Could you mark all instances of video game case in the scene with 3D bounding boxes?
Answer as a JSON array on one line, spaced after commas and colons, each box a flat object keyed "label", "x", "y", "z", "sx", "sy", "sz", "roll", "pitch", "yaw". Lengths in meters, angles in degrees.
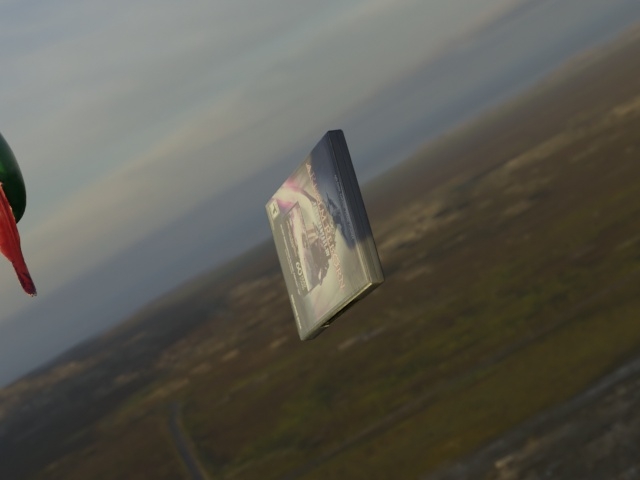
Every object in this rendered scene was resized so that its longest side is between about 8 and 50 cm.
[{"label": "video game case", "x": 0.000, "y": 0.000, "z": 1.821, "sx": 0.026, "sy": 0.196, "sz": 0.274, "roll": -10, "pitch": -14, "yaw": -21}]

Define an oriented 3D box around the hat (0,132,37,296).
[{"label": "hat", "x": -0.335, "y": -0.050, "z": 1.603, "sx": 0.183, "sy": 0.209, "sz": 0.173, "roll": 15, "pitch": -6, "yaw": 13}]
